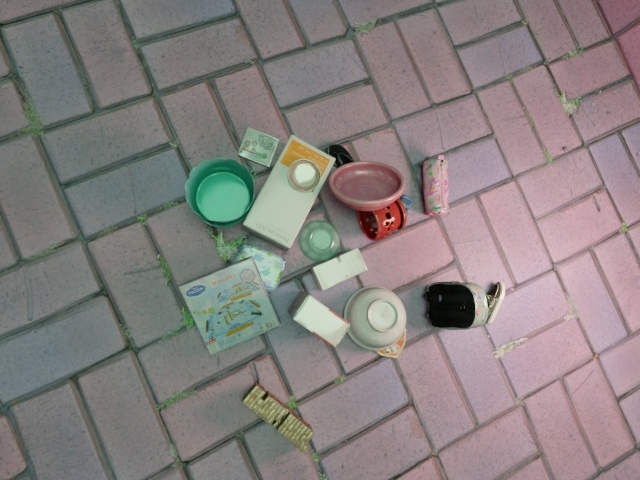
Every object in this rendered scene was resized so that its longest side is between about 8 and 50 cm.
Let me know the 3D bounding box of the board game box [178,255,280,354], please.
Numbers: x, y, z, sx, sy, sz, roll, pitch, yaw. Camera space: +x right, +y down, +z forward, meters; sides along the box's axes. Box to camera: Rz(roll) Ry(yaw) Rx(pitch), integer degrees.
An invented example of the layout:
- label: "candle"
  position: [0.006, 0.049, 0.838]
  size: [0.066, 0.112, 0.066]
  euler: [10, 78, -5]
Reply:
- label: "board game box"
  position: [-0.370, 0.268, 1.681]
  size: [0.318, 0.066, 0.318]
  euler: [-21, 100, -3]

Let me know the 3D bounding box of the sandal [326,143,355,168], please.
- label: "sandal"
  position: [0.130, -0.356, 1.913]
  size: [0.097, 0.054, 0.254]
  euler: [-40, 92, -13]

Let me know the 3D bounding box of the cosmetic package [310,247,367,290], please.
- label: "cosmetic package"
  position: [0.082, 0.131, 1.832]
  size: [0.231, 0.085, 0.117]
  euler: [-25, 88, -14]

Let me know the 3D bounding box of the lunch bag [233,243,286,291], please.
- label: "lunch bag"
  position: [-0.272, 0.123, 1.760]
  size: [0.219, 0.090, 0.176]
  euler: [21, 79, -8]

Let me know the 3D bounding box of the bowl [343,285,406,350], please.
- label: "bowl"
  position: [0.261, 0.338, 1.796]
  size: [0.297, 0.134, 0.298]
  euler: [2, 76, -9]

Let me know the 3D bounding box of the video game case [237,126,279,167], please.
- label: "video game case"
  position: [-0.285, -0.428, 1.859]
  size: [0.157, 0.019, 0.143]
  euler: [20, 80, -8]

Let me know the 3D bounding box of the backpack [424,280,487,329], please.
- label: "backpack"
  position: [0.631, 0.295, 1.835]
  size: [0.191, 0.253, 0.225]
  euler: [2, 81, -31]

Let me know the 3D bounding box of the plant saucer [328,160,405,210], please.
- label: "plant saucer"
  position: [0.203, -0.235, 1.784]
  size: [0.332, 0.084, 0.332]
  euler: [-2, 41, 2]

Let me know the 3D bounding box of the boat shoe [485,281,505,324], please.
- label: "boat shoe"
  position: [0.827, 0.295, 1.960]
  size: [0.070, 0.078, 0.219]
  euler: [24, 81, -8]

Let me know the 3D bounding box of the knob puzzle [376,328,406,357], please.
- label: "knob puzzle"
  position: [0.316, 0.452, 1.866]
  size: [0.213, 0.030, 0.213]
  euler: [1, 83, -11]

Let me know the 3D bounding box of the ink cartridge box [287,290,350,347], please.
- label: "ink cartridge box"
  position: [-0.015, 0.320, 1.689]
  size: [0.207, 0.283, 0.117]
  euler: [35, 82, -5]

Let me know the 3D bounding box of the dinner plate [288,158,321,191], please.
- label: "dinner plate"
  position: [-0.069, -0.276, 1.719]
  size: [0.141, 0.017, 0.141]
  euler: [2, 82, -11]

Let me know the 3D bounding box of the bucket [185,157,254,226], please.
- label: "bucket"
  position: [-0.410, -0.193, 1.685]
  size: [0.281, 0.183, 0.281]
  euler: [1, 85, -9]

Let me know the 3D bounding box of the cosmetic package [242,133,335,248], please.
- label: "cosmetic package"
  position: [-0.140, -0.205, 1.789]
  size: [0.230, 0.161, 0.453]
  euler: [27, 80, -7]

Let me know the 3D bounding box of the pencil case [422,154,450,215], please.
- label: "pencil case"
  position: [0.561, -0.261, 1.953]
  size: [0.124, 0.124, 0.284]
  euler: [1, 84, -11]

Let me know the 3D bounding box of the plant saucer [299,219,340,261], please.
- label: "plant saucer"
  position: [0.000, 0.000, 1.855]
  size: [0.194, 0.037, 0.195]
  euler: [1, 84, -10]

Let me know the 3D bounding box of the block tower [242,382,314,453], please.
- label: "block tower"
  position: [-0.174, 0.741, 1.705]
  size: [0.335, 0.091, 0.097]
  euler: [43, 78, -4]

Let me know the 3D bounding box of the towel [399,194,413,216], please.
- label: "towel"
  position: [0.403, -0.159, 1.956]
  size: [0.067, 0.029, 0.120]
  euler: [23, 80, -7]

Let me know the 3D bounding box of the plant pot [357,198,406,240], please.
- label: "plant pot"
  position: [0.286, -0.113, 1.847]
  size: [0.174, 0.191, 0.191]
  euler: [-20, 87, -16]

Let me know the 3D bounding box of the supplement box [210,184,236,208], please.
- label: "supplement box"
  position: [-0.431, -0.189, 1.793]
  size: [0.098, 0.036, 0.062]
  euler: [41, 78, -4]
